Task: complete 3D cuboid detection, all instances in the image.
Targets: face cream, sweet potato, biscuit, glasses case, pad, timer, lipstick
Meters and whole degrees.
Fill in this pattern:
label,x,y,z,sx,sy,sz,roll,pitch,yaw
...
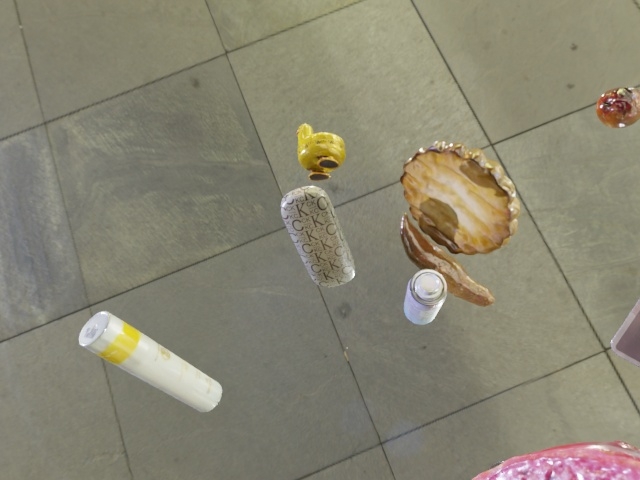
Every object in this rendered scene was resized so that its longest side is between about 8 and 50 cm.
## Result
label,x,y,z,sx,sy,sz,roll,pitch,yaw
face cream,0.207,0.114,0.854,0.075,0.229,0.075,-3,69,8
sweet potato,0.341,0.073,1.231,0.354,0.106,0.095,44,42,6
biscuit,0.353,-0.109,1.087,0.325,0.326,0.107,44,64,12
glasses case,0.000,0.000,1.211,0.137,0.355,0.085,-15,39,11
pad,0.853,0.200,1.035,0.176,0.002,0.267,30,99,14
timer,0.000,-0.199,0.931,0.106,0.107,0.109,-5,70,2
lipstick,-0.260,0.204,0.688,0.059,0.264,0.059,-20,43,19

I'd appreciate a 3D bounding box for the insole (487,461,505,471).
label,x,y,z,sx,sy,sz,roll,pitch,yaw
insole,0.417,0.507,0.944,0.002,0.135,0.045,-28,71,-41

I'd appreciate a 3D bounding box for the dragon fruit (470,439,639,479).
label,x,y,z,sx,sy,sz,roll,pitch,yaw
dragon fruit,0.211,0.220,0.239,0.162,0.261,0.190,-5,108,-28

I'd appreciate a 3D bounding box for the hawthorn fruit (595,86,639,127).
label,x,y,z,sx,sy,sz,roll,pitch,yaw
hawthorn fruit,0.511,-0.228,0.728,0.077,0.077,0.077,-1,76,3
